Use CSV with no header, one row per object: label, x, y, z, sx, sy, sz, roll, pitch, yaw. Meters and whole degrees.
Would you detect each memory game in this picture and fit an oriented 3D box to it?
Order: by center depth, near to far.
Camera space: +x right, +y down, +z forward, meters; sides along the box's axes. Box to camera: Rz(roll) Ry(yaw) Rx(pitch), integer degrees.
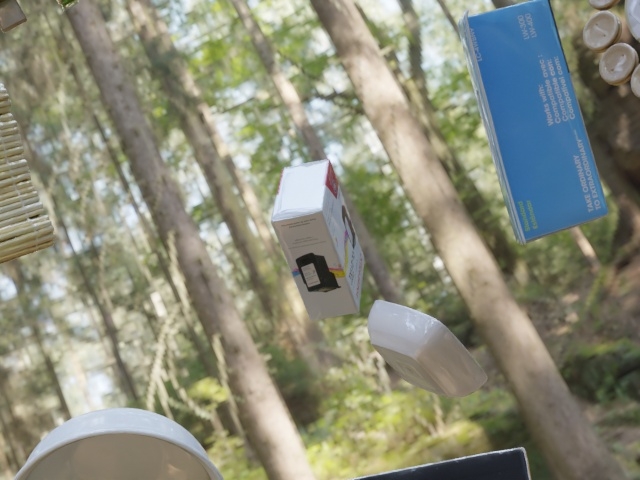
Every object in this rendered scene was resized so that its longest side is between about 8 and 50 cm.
memory game,0.302,-0.207,0.996,0.012,0.186,0.186,16,-47,-41

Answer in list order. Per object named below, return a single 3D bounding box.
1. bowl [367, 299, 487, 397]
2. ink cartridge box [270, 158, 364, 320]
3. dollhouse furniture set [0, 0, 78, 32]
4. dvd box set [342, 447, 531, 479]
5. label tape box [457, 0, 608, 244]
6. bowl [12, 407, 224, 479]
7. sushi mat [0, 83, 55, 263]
bowl,0.128,0.144,1.487,0.053,0.142,0.142,-54,-55,-17
ink cartridge box,0.000,0.000,1.584,0.072,0.127,0.175,-11,-55,14
dollhouse furniture set,-0.281,-0.189,0.977,0.151,0.059,0.076,-30,9,-10
dvd box set,0.183,0.420,1.842,0.307,0.062,0.420,-12,-23,7
label tape box,0.241,-0.134,1.333,0.115,0.249,0.347,-16,1,8
bowl,-0.270,0.326,1.582,0.297,0.134,0.298,-4,-57,-6
sushi mat,-0.328,-0.033,0.916,0.019,0.152,0.316,-17,5,29
